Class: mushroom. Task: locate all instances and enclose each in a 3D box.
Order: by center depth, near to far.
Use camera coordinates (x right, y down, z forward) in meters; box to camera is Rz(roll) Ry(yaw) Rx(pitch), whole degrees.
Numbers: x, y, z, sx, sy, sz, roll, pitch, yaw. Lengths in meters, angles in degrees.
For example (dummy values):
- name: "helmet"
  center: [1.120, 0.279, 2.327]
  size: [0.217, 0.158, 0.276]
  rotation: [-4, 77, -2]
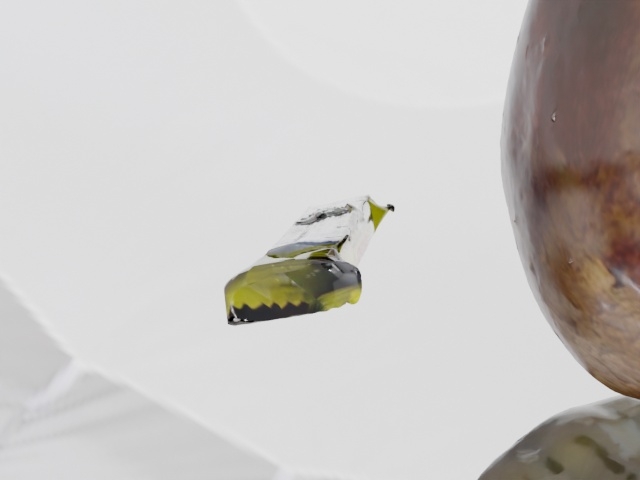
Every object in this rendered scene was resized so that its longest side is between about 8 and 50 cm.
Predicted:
- name: "mushroom"
  center: [0.193, -0.085, 0.844]
  size: [0.345, 0.239, 0.345]
  rotation: [-42, 158, -22]

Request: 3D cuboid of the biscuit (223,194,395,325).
- name: "biscuit"
  center: [0.000, 0.000, 0.705]
  size: [0.292, 0.048, 0.026]
  rotation: [-50, 133, -83]

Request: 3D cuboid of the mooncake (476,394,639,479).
- name: "mooncake"
  center: [0.210, 0.243, 1.110]
  size: [0.290, 0.290, 0.161]
  rotation: [-57, -146, -2]
